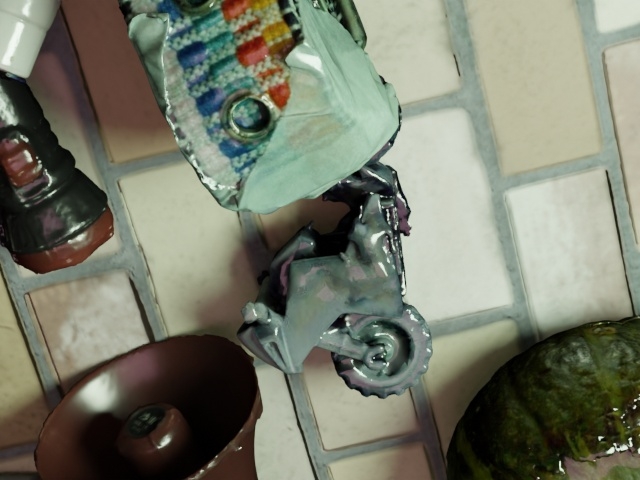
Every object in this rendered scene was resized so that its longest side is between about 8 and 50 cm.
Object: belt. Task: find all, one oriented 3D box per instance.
[{"bbox_3d":[-0.050,-0.149,1.304,0.150,0.207,0.257,-24,83,12],"label":"belt"}]

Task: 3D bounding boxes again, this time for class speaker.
[{"bbox_3d":[-0.102,0.284,1.504,0.198,0.259,0.329,-7,120,24],"label":"speaker"}]

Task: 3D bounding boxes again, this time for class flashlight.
[{"bbox_3d":[-0.241,-0.088,1.400,0.093,0.093,0.232,-22,115,7],"label":"flashlight"}]

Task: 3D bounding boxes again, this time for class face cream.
[{"bbox_3d":[-0.197,-0.235,1.320,0.092,0.058,0.244,21,90,-16],"label":"face cream"}]

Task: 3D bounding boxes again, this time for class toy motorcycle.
[{"bbox_3d":[0.000,0.000,1.450,0.159,0.106,0.270,-8,104,6],"label":"toy motorcycle"}]

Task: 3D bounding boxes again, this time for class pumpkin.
[{"bbox_3d":[0.259,0.210,1.517,0.320,0.192,0.320,0,116,-1],"label":"pumpkin"}]

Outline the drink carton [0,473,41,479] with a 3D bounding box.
[{"bbox_3d":[-0.287,0.323,1.548,0.185,0.189,0.191,0,117,-9],"label":"drink carton"}]
